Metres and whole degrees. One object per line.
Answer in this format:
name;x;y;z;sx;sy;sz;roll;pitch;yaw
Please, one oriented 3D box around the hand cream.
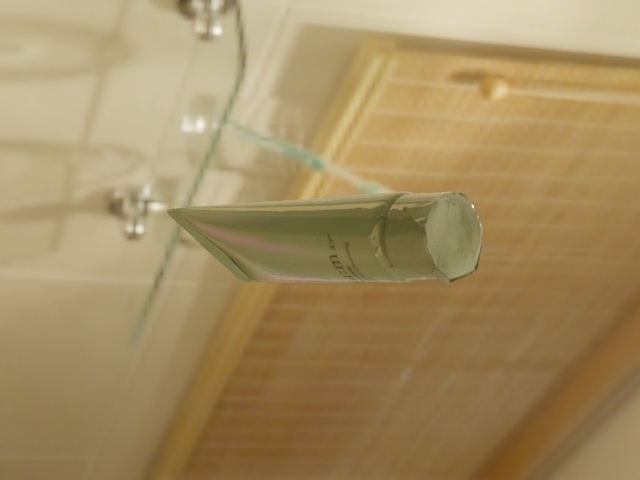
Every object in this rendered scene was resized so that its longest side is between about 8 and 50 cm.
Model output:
hand cream;0.000;0.000;0.898;0.205;0.078;0.050;-3;-125;45
